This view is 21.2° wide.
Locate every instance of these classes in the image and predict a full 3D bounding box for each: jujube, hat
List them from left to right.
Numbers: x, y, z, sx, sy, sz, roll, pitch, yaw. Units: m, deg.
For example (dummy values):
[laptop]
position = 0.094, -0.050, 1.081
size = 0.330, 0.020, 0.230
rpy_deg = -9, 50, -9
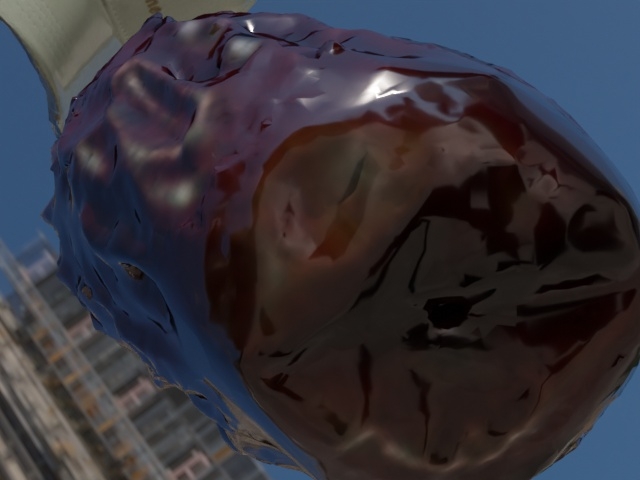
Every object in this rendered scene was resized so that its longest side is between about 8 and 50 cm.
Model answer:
[hat]
position = -0.153, -0.226, 1.375
size = 0.258, 0.168, 0.301
rpy_deg = 62, -145, -33
[jujube]
position = 0.000, 0.000, 0.868
size = 0.258, 0.376, 0.258
rpy_deg = -5, -81, -33
